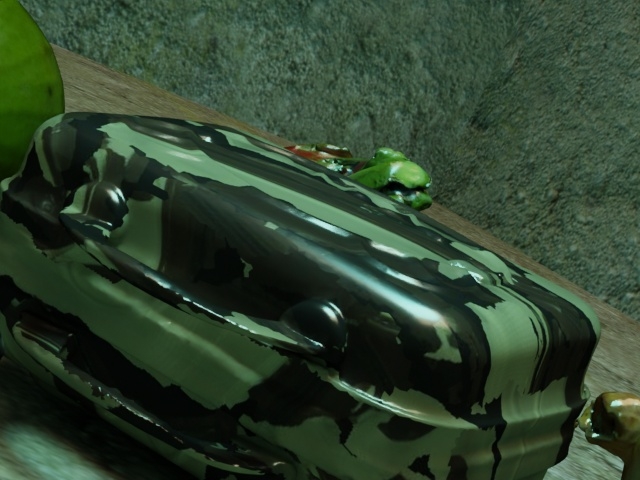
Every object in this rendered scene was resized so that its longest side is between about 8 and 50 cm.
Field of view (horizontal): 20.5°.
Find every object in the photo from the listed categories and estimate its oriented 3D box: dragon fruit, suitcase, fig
[{"bbox_3d":[0.015,-0.009,1.561,0.198,0.269,0.200,60,33,-1],"label":"dragon fruit"},{"bbox_3d":[-0.039,0.057,1.073,0.352,0.194,0.339,27,13,25],"label":"suitcase"},{"bbox_3d":[-0.305,-0.120,1.412,0.203,0.203,0.225,24,0,-7],"label":"fig"}]

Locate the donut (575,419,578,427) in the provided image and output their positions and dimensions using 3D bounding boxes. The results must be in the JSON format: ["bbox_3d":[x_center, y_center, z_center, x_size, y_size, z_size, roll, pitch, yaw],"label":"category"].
[{"bbox_3d":[0.112,0.135,1.445,0.217,0.085,0.141,32,9,39],"label":"donut"}]

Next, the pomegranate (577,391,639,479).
[{"bbox_3d":[0.318,0.168,1.265,0.270,0.252,0.229,28,27,5],"label":"pomegranate"}]

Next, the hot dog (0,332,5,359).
[{"bbox_3d":[-0.251,-0.014,0.862,0.270,0.082,0.163,56,-23,-9],"label":"hot dog"}]
